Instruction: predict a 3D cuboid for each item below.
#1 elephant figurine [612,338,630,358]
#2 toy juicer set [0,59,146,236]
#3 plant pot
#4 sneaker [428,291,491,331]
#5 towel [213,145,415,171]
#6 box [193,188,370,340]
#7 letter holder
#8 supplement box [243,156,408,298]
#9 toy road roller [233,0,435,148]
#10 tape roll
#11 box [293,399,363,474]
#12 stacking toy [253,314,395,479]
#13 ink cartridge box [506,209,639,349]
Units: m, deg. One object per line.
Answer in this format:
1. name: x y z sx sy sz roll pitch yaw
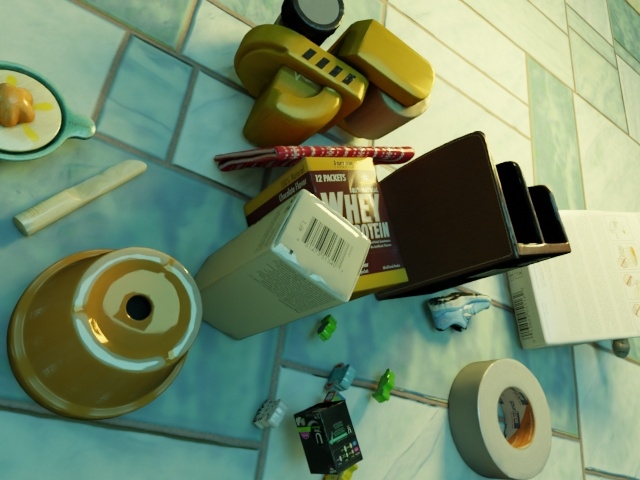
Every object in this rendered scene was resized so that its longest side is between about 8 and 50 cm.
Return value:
1. elephant figurine: 0.764 0.144 1.313 0.186 0.169 0.239 -27 98 -1
2. toy juicer set: -0.393 -0.127 0.602 0.329 0.090 0.209 37 55 -20
3. plant pot: -0.228 0.094 0.573 0.205 0.188 0.204 14 65 -32
4. sneaker: 0.278 0.144 1.017 0.162 0.063 0.073 -6 94 -33
5. towel: -0.006 -0.133 0.823 0.275 0.199 0.031 -8 98 -37
6. box: -0.070 0.045 0.650 0.113 0.275 0.094 38 55 -20
7. letter holder: 0.226 -0.035 0.878 0.152 0.302 0.214 -2 74 -37
8. supplement box: 0.000 0.000 0.772 0.129 0.191 0.193 -7 76 -38
9. toy road roller: 0.008 -0.248 0.876 0.330 0.203 0.240 27 71 -20
10. tape roll: 0.348 0.341 0.973 0.219 0.072 0.219 13 66 -31
11. box: 0.010 0.269 0.694 0.052 0.062 0.083 -10 79 -42
12. stacking toy: 0.016 0.246 0.786 0.167 0.052 0.221 47 51 -15
13. ink cartridge box: 0.624 0.084 1.187 0.386 0.091 0.307 0 71 -17
